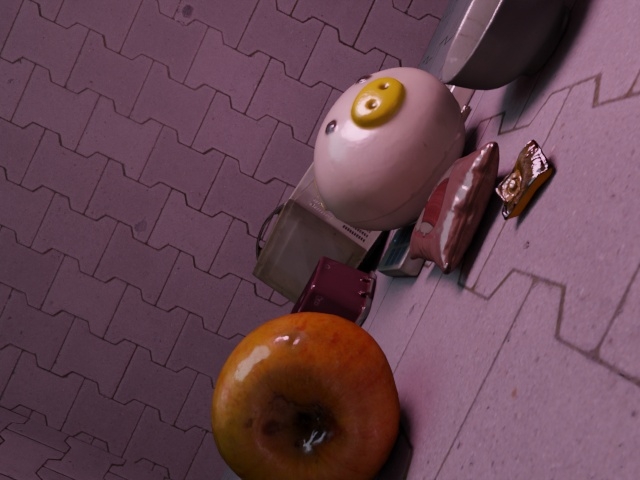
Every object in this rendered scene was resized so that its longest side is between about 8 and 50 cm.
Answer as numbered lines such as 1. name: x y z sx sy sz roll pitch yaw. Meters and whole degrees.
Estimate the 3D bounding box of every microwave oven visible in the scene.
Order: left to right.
1. microwave oven: 0.000 0.000 1.877 0.247 0.333 0.394 -53 -4 -44

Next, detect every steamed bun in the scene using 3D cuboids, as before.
1. steamed bun: 0.148 -0.198 1.306 0.373 0.334 0.334 -57 1 -22

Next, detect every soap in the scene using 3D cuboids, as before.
1. soap: 0.353 -0.378 1.560 0.121 0.064 0.183 -101 36 -79

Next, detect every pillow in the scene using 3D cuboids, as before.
1. pillow: 0.229 -0.054 1.028 0.236 0.084 0.223 -145 78 -88

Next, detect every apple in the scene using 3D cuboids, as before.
1. apple: -0.018 0.254 0.934 0.298 0.299 0.275 -64 -10 10

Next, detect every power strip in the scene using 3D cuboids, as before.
1. power strip: 0.191 0.023 1.335 0.270 0.046 0.117 144 151 -83

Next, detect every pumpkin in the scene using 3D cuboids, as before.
1. pumpkin: 0.287 -0.082 0.832 0.101 0.035 0.073 -58 18 33

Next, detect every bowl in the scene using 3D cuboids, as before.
1. bowl: 0.350 -0.388 1.073 0.289 0.146 0.289 -156 90 -84

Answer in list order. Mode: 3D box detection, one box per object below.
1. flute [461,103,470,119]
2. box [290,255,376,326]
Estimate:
1. flute: 0.309 -0.229 1.472 0.027 0.027 0.233 -88 23 -80
2. box: 0.019 0.196 1.651 0.294 0.168 0.193 -62 3 35
